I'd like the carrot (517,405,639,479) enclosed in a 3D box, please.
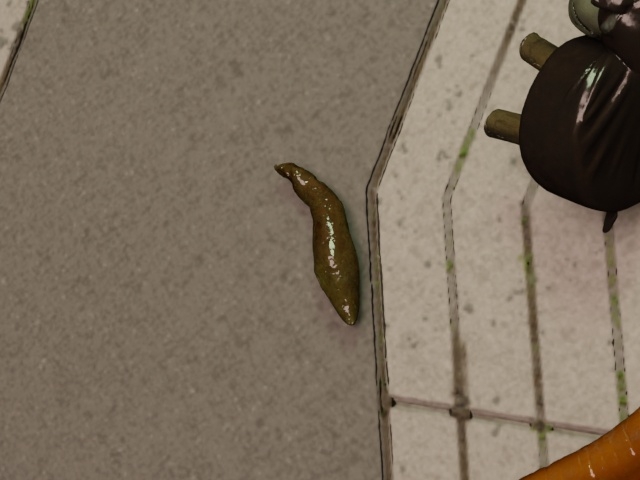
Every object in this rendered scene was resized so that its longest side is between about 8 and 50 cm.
[{"bbox_3d":[0.228,0.151,1.235,0.066,0.062,0.271,44,108,-10],"label":"carrot"}]

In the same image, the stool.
[{"bbox_3d":[0.202,-0.117,1.233,0.121,0.125,0.217,34,128,46],"label":"stool"}]

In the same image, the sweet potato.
[{"bbox_3d":[0.006,-0.003,1.372,0.041,0.038,0.153,-20,71,-2],"label":"sweet potato"}]
